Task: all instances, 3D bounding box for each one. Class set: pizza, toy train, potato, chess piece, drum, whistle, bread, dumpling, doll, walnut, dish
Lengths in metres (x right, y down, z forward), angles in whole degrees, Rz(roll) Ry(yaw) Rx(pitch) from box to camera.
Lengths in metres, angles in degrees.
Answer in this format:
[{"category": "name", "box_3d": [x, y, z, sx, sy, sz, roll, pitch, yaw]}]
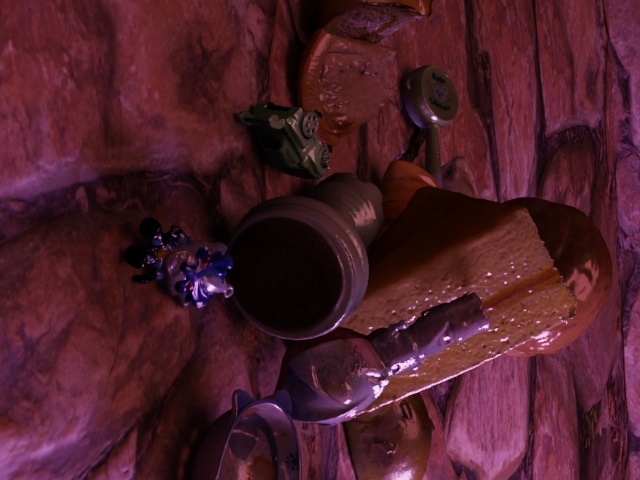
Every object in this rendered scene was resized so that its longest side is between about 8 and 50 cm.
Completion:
[{"category": "pizza", "box_3d": [0.051, -0.237, 1.820, 0.262, 0.034, 0.181, -10, 115, -50]}, {"category": "toy train", "box_3d": [-0.048, -0.140, 1.641, 0.081, 0.099, 0.149, -53, 137, -31]}, {"category": "potato", "box_3d": [0.124, 0.306, 1.927, 0.160, 0.111, 0.272, -41, 125, -58]}, {"category": "chess piece", "box_3d": [0.000, 0.000, 1.644, 0.299, 0.194, 0.195, -48, 131, -64]}, {"category": "drum", "box_3d": [0.212, -0.194, 2.116, 0.130, 0.049, 0.253, -2, 78, -47]}, {"category": "whistle", "box_3d": [0.072, 0.165, 1.653, 0.134, 0.346, 0.142, -125, -168, -64]}, {"category": "bread", "box_3d": [0.157, 0.126, 1.736, 0.362, 0.245, 0.233, -46, 123, -16]}, {"category": "bread", "box_3d": [0.080, -0.397, 1.842, 0.260, 0.158, 0.156, -1, 72, -50]}, {"category": "dumpling", "box_3d": [0.238, -0.054, 2.161, 0.136, 0.118, 0.199, 37, 78, -54]}, {"category": "doll", "box_3d": [-0.164, 0.032, 1.436, 0.096, 0.070, 0.195, -56, 144, -1]}, {"category": "walnut", "box_3d": [0.409, 0.075, 2.272, 0.333, 0.333, 0.333, 5, 85, -62]}, {"category": "dish", "box_3d": [-0.114, 0.294, 1.494, 0.236, 0.086, 0.228, -55, 134, -48]}, {"category": "bread", "box_3d": [0.138, 0.031, 1.949, 0.173, 0.121, 0.311, 53, 47, -48]}]

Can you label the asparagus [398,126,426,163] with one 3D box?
[{"category": "asparagus", "box_3d": [0.182, -0.190, 2.142, 0.236, 0.027, 0.034, -59, 158, -45]}]
